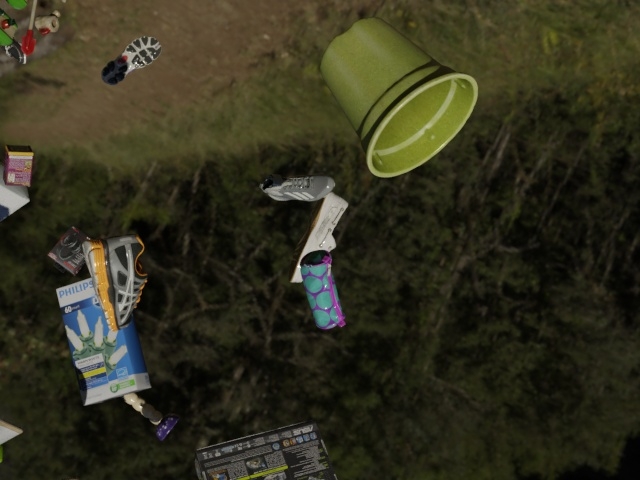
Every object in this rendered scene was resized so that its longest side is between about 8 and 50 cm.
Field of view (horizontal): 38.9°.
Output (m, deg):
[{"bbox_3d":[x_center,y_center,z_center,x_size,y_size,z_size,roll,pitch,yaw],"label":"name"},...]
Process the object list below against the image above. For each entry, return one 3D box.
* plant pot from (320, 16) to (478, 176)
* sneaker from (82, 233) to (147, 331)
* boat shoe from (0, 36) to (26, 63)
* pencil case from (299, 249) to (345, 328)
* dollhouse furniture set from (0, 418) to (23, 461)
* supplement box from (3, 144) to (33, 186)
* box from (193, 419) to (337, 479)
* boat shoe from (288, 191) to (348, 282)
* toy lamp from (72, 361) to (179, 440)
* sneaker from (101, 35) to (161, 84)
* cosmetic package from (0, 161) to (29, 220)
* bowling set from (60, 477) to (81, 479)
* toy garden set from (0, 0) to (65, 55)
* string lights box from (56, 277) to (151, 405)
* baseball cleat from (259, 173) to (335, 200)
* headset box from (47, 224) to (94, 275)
[{"bbox_3d":[0.140,-0.317,1.878,0.254,0.276,0.276,53,180,24],"label":"plant pot"},{"bbox_3d":[-0.302,0.066,1.376,0.084,0.083,0.215,59,159,28],"label":"sneaker"},{"bbox_3d":[-0.714,-0.445,2.080,0.038,0.046,0.125,-13,-130,-38],"label":"boat shoe"},{"bbox_3d":[0.005,0.098,1.801,0.070,0.064,0.151,7,121,41],"label":"pencil case"},{"bbox_3d":[-0.615,0.445,1.558,0.151,0.301,0.197,-31,136,19],"label":"dollhouse furniture set"},{"bbox_3d":[-0.667,-0.165,1.998,0.055,0.083,0.043,0,-152,-30],"label":"supplement box"},{"bbox_3d":[-0.104,0.506,1.868,0.270,0.216,0.060,-11,148,-20],"label":"box"},{"bbox_3d":[0.000,0.000,2.487,0.096,0.277,0.098,26,173,-15],"label":"boat shoe"},{"bbox_3d":[-0.454,0.351,2.101,0.275,0.080,0.080,38,167,-5],"label":"toy lamp"},{"bbox_3d":[-0.479,-0.455,2.271,0.068,0.170,0.071,58,175,-19],"label":"sneaker"},{"bbox_3d":[-0.945,-0.084,2.177,0.284,0.377,0.097,37,-155,-58],"label":"cosmetic package"},{"bbox_3d":[-0.433,0.551,1.742,0.200,0.154,0.287,-23,151,38],"label":"bowling set"},{"bbox_3d":[-0.459,-0.422,1.462,0.049,0.244,0.204,8,162,20],"label":"toy garden set"},{"bbox_3d":[-0.468,0.211,1.954,0.133,0.259,0.077,-18,171,12],"label":"string lights box"},{"bbox_3d":[-0.068,-0.142,2.402,0.206,0.072,0.109,-10,162,32],"label":"baseball cleat"},{"bbox_3d":[-0.473,0.022,1.724,0.062,0.083,0.032,37,165,0],"label":"headset box"}]
